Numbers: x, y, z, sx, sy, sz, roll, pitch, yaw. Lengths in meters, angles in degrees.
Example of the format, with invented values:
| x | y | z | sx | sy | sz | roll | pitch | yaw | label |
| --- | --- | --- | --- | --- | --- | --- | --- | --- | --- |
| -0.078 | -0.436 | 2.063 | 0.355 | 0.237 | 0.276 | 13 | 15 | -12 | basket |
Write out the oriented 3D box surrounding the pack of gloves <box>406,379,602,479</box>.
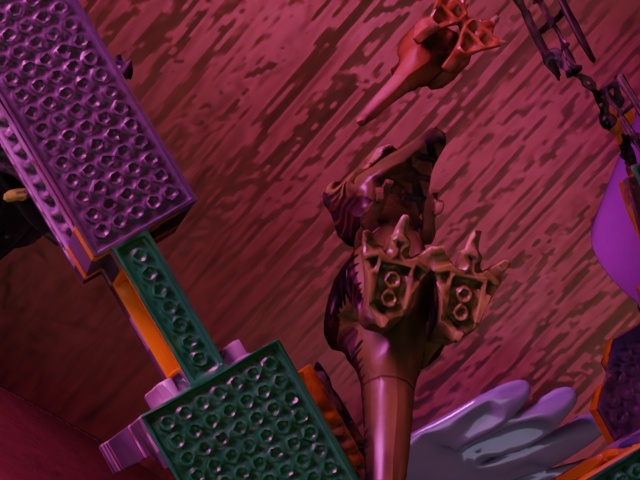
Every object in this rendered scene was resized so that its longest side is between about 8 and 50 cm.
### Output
| x | y | z | sx | sy | sz | roll | pitch | yaw | label |
| --- | --- | --- | --- | --- | --- | --- | --- | --- | --- |
| 0.047 | 0.156 | 0.892 | 0.232 | 0.046 | 0.195 | -27 | 127 | 8 | pack of gloves |

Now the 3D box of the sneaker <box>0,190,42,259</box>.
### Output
| x | y | z | sx | sy | sz | roll | pitch | yaw | label |
| --- | --- | --- | --- | --- | --- | --- | --- | --- | --- |
| -0.159 | -0.059 | 0.764 | 0.124 | 0.107 | 0.283 | 15 | 120 | -17 | sneaker |

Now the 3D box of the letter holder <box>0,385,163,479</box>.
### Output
| x | y | z | sx | sy | sz | roll | pitch | yaw | label |
| --- | --- | --- | --- | --- | --- | --- | --- | --- | --- |
| -0.202 | 0.102 | 0.740 | 0.302 | 0.214 | 0.152 | 34 | 97 | -40 | letter holder |

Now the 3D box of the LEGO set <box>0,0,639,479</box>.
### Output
| x | y | z | sx | sy | sz | roll | pitch | yaw | label |
| --- | --- | --- | --- | --- | --- | --- | --- | --- | --- |
| 0.000 | 0.000 | 0.664 | 0.255 | 0.192 | 0.331 | -38 | 89 | -15 | LEGO set |

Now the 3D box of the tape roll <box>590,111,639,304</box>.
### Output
| x | y | z | sx | sy | sz | roll | pitch | yaw | label |
| --- | --- | --- | --- | --- | --- | --- | --- | --- | --- |
| 0.207 | -0.006 | 0.736 | 0.189 | 0.189 | 0.080 | 16 | 113 | -8 | tape roll |
